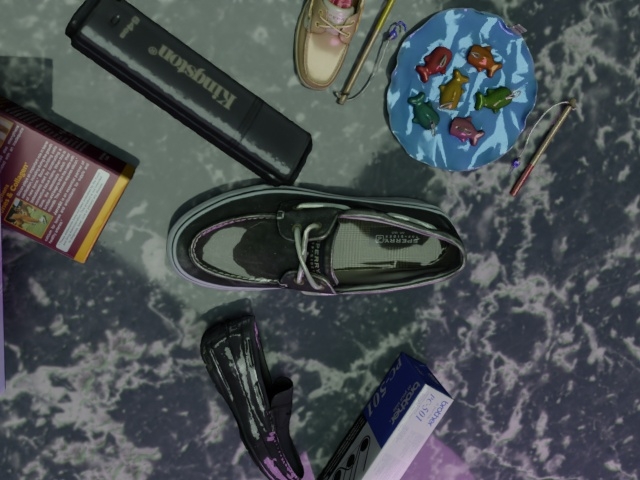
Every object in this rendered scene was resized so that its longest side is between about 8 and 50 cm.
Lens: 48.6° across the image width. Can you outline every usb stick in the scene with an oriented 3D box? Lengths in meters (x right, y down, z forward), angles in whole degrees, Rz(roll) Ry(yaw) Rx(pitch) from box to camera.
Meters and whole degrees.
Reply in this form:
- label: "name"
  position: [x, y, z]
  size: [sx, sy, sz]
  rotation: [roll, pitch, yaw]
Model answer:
- label: "usb stick"
  position: [-0.130, -0.156, 0.748]
  size: [0.278, 0.045, 0.077]
  rotation: [34, 69, -16]

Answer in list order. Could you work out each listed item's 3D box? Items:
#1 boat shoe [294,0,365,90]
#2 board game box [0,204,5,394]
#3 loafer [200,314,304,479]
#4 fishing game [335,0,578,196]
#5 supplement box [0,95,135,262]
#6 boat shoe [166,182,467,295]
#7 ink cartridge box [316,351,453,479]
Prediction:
- label: "boat shoe"
  position: [0.013, -0.244, 0.752]
  size: [0.062, 0.059, 0.170]
  rotation: [10, 101, -13]
- label: "board game box"
  position: [-0.448, -0.020, 0.655]
  size: [0.317, 0.066, 0.319]
  rotation: [8, 103, 13]
- label: "loafer"
  position: [-0.065, 0.192, 0.835]
  size: [0.078, 0.076, 0.223]
  rotation: [-23, 103, 4]
- label: "fishing game"
  position: [0.167, -0.169, 0.811]
  size: [0.264, 0.041, 0.189]
  rotation: [29, 99, -16]
- label: "supplement box"
  position: [-0.300, -0.071, 0.725]
  size: [0.188, 0.081, 0.104]
  rotation: [29, 98, -16]
- label: "boat shoe"
  position: [0.000, 0.000, 0.778]
  size: [0.334, 0.119, 0.121]
  rotation: [-5, 104, -10]
- label: "ink cartridge box"
  position: [0.073, 0.248, 0.864]
  size: [0.046, 0.097, 0.207]
  rotation: [31, 97, -16]
